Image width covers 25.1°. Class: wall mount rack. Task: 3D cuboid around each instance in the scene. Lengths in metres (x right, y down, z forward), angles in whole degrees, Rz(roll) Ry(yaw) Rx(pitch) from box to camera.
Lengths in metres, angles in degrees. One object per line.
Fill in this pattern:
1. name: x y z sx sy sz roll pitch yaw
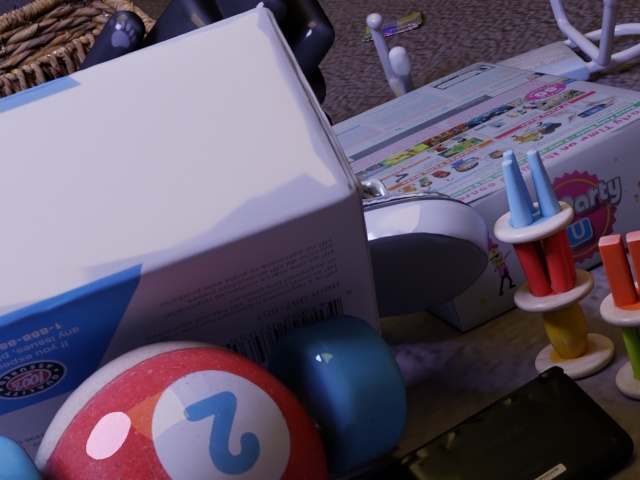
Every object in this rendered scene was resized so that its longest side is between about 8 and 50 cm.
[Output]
1. wall mount rack: 0.171 -0.192 1.431 0.350 0.130 0.304 -19 19 2

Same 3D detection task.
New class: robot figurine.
1. robot figurine: -0.107 -0.129 1.356 0.278 0.209 0.173 -51 -3 21

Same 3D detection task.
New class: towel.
1. towel: 0.097 -0.286 1.915 0.083 0.009 0.060 -14 22 14

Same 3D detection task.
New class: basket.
1. basket: -0.283 -0.144 1.587 0.299 0.223 0.213 -31 23 -31

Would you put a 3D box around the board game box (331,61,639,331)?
1. board game box: 0.125 -0.051 1.167 0.224 0.097 0.303 -25 20 -14

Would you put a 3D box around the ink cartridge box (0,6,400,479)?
1. ink cartridge box: -0.089 0.048 0.781 0.223 0.307 0.129 -21 59 -6

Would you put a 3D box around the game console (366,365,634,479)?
1. game console: 0.102 0.132 0.838 0.122 0.071 0.107 -28 52 -21

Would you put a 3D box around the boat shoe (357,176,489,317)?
1. boat shoe: 0.003 0.001 1.010 0.306 0.113 0.105 -26 50 54

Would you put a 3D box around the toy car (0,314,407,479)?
1. toy car: -0.017 0.172 0.603 0.219 0.210 0.238 -18 30 -31

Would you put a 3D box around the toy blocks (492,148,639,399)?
1. toy blocks: 0.164 0.016 0.881 0.054 0.148 0.123 -32 24 -31
